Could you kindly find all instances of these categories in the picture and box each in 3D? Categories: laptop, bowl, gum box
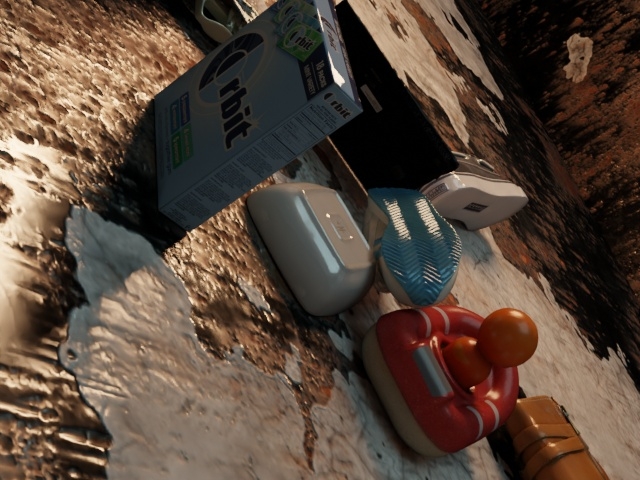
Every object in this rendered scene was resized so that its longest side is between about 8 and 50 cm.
[{"bbox_3d":[0.068,-0.178,1.314,0.136,0.264,0.234,-39,97,-33],"label":"laptop"},{"bbox_3d":[0.000,0.000,1.027,0.142,0.053,0.142,60,22,11],"label":"bowl"},{"bbox_3d":[-0.060,-0.116,0.870,0.041,0.184,0.157,40,27,-38],"label":"gum box"}]

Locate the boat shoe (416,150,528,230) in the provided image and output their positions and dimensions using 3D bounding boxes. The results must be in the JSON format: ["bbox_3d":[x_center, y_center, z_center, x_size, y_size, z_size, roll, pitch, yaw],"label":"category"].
[{"bbox_3d":[0.225,-0.086,1.597,0.301,0.108,0.102,6,55,-55],"label":"boat shoe"}]

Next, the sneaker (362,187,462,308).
[{"bbox_3d":[0.095,0.021,1.105,0.229,0.087,0.092,-100,-167,-66],"label":"sneaker"}]

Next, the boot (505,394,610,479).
[{"bbox_3d":[0.276,0.275,1.162,0.283,0.109,0.220,15,47,-64],"label":"boot"}]

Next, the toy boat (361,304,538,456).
[{"bbox_3d":[0.153,0.121,1.053,0.151,0.151,0.231,63,21,13],"label":"toy boat"}]

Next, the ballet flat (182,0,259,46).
[{"bbox_3d":[-0.130,-0.272,1.119,0.188,0.070,0.070,43,24,-24],"label":"ballet flat"}]
